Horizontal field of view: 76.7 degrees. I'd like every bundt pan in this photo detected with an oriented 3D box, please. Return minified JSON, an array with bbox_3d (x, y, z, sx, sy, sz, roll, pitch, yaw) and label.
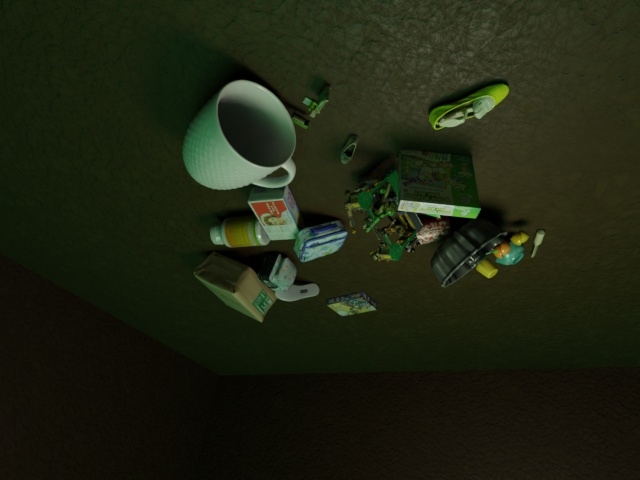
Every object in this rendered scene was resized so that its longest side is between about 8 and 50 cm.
[{"bbox_3d":[0.574,0.037,1.621,0.331,0.124,0.330,-33,156,-16],"label":"bundt pan"}]

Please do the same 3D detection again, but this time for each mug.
[{"bbox_3d":[-0.250,-0.282,1.311,0.374,0.276,0.328,28,150,-33],"label":"mug"},{"bbox_3d":[0.438,-0.050,1.643,0.169,0.113,0.150,-10,143,18],"label":"mug"}]

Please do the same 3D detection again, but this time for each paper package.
[{"bbox_3d":[-0.428,0.239,2.083,0.310,0.168,0.324,19,154,33],"label":"paper package"}]

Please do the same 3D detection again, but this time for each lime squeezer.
[{"bbox_3d":[0.310,-0.112,1.616,0.311,0.058,0.110,-12,133,28],"label":"lime squeezer"}]

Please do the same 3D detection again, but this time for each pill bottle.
[{"bbox_3d":[-0.354,-0.039,1.787,0.246,0.136,0.136,-4,143,17],"label":"pill bottle"}]

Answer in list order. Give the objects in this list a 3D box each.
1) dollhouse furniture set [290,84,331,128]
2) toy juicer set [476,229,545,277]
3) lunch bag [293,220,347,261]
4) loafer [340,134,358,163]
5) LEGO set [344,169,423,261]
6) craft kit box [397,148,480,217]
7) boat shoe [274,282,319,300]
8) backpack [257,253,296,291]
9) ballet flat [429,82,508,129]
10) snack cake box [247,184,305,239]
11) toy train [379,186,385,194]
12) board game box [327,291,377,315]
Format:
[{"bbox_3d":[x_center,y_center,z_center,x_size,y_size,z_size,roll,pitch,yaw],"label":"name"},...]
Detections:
[{"bbox_3d":[-0.031,-0.416,1.242,0.059,0.076,0.152,25,143,-20],"label":"dollhouse furniture set"},{"bbox_3d":[0.798,0.022,1.671,0.329,0.089,0.209,-17,139,-24],"label":"toy juicer set"},{"bbox_3d":[0.000,0.000,1.738,0.219,0.090,0.176,-15,151,-27],"label":"lunch bag"},{"bbox_3d":[0.097,-0.307,1.402,0.045,0.039,0.125,14,145,-9],"label":"loafer"},{"bbox_3d":[0.200,-0.089,1.458,0.331,0.255,0.192,49,156,-22],"label":"LEGO set"},{"bbox_3d":[0.380,-0.192,1.331,0.250,0.246,0.061,6,146,2],"label":"craft kit box"},{"bbox_3d":[-0.138,0.277,2.193,0.268,0.096,0.088,-6,168,-36],"label":"boat shoe"},{"bbox_3d":[-0.205,0.170,2.032,0.145,0.165,0.188,3,149,23],"label":"backpack"},{"bbox_3d":[0.436,-0.384,1.193,0.231,0.077,0.077,-14,140,28],"label":"ballet flat"},{"bbox_3d":[-0.177,-0.113,1.691,0.152,0.089,0.264,-2,144,16],"label":"snack cake box"},{"bbox_3d":[0.239,-0.177,1.580,0.024,0.017,0.083,13,146,9],"label":"toy train"},{"bbox_3d":[0.183,0.371,2.349,0.243,0.042,0.165,-18,138,32],"label":"board game box"}]
